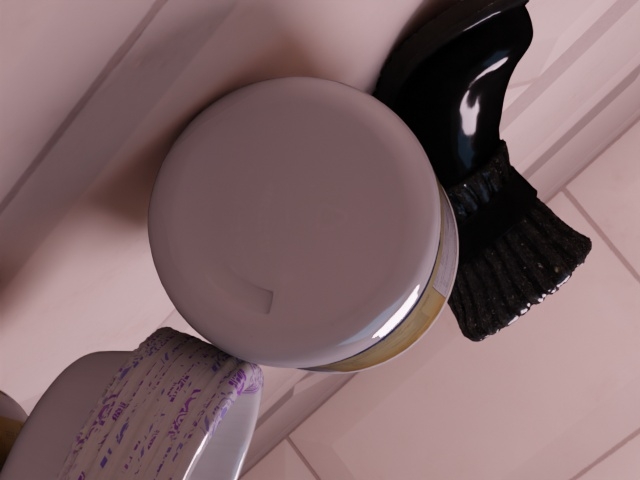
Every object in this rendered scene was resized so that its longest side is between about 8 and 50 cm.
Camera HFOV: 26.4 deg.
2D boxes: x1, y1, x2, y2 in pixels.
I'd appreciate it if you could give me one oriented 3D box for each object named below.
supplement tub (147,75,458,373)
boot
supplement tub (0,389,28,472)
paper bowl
[{"bbox_3d":[0.000,0.000,1.172,0.228,0.228,0.316,-39,169,3],"label":"supplement tub"},{"bbox_3d":[0.170,-0.070,1.333,0.131,0.260,0.348,-32,167,-29],"label":"boot"},{"bbox_3d":[-0.318,0.176,1.097,0.144,0.144,0.199,-37,168,-4],"label":"supplement tub"},{"bbox_3d":[-0.166,0.204,1.113,0.284,0.148,0.284,24,90,-82],"label":"paper bowl"}]
